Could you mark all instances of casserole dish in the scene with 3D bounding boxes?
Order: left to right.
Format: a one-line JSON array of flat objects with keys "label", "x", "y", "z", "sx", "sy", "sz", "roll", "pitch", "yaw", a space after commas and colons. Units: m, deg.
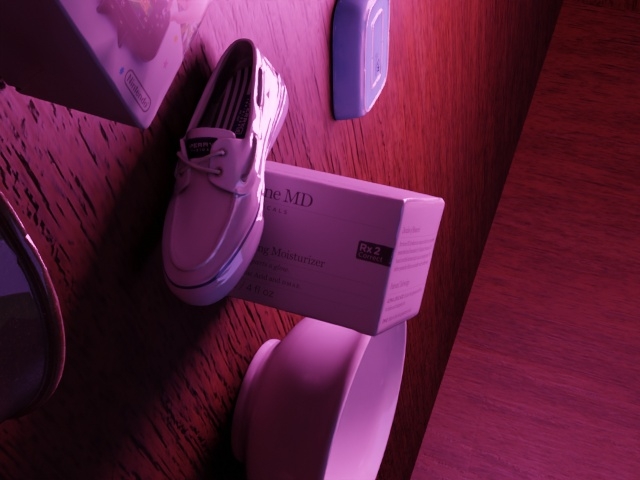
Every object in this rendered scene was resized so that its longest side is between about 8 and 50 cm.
[{"label": "casserole dish", "x": 0.049, "y": -0.220, "z": 1.230, "sx": 0.188, "sy": 0.037, "sz": 0.114, "roll": 90, "pitch": 21, "yaw": -43}]

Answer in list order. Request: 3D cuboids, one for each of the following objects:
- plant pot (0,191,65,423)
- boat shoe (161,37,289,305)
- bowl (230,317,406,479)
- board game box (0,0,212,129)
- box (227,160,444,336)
[{"label": "plant pot", "x": -0.207, "y": 0.049, "z": 0.377, "sx": 0.165, "sy": 0.167, "sz": 0.167, "roll": -49, "pitch": 150, "yaw": -44}, {"label": "boat shoe", "x": -0.086, "y": -0.061, "z": 0.854, "sx": 0.076, "sy": 0.083, "sz": 0.226, "roll": 61, "pitch": 32, "yaw": -51}, {"label": "bowl", "x": -0.011, "y": 0.193, "z": 1.193, "sx": 0.298, "sy": 0.134, "sz": 0.298, "roll": 14, "pitch": 90, "yaw": -75}, {"label": "board game box", "x": -0.098, "y": -0.247, "z": 0.559, "sx": 0.224, "sy": 0.097, "sz": 0.303, "roll": 68, "pitch": 42, "yaw": -66}, {"label": "box", "x": 0.000, "y": 0.000, "z": 0.979, "sx": 0.182, "sy": 0.181, "sz": 0.119, "roll": -6, "pitch": 109, "yaw": -73}]
